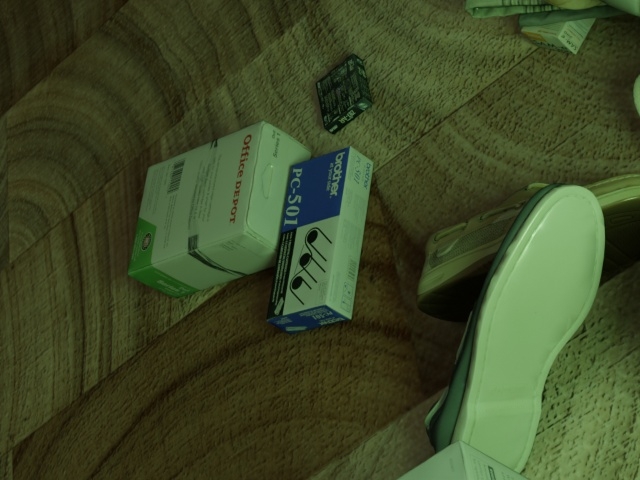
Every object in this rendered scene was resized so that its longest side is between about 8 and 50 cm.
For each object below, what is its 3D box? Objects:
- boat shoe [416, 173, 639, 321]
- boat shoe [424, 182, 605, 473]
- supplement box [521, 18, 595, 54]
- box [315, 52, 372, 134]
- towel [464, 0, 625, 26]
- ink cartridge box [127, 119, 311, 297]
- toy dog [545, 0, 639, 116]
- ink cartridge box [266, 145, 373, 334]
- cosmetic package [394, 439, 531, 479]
[{"bbox_3d":[0.213,-0.011,1.617,0.302,0.109,0.098,-28,48,42],"label":"boat shoe"},{"bbox_3d":[0.169,0.082,1.532,0.099,0.116,0.319,47,128,54],"label":"boat shoe"},{"bbox_3d":[0.269,-0.255,1.774,0.062,0.036,0.098,24,82,53],"label":"supplement box"},{"bbox_3d":[0.028,-0.180,2.012,0.067,0.018,0.083,-37,42,26],"label":"box"},{"bbox_3d":[0.319,-0.371,1.746,0.312,0.056,0.324,1,63,30],"label":"towel"},{"bbox_3d":[-0.124,-0.035,2.023,0.219,0.093,0.160,-17,54,41],"label":"ink cartridge box"},{"bbox_3d":[0.333,-0.262,1.551,0.161,0.220,0.333,-28,69,-18],"label":"toy dog"},{"bbox_3d":[0.000,0.000,1.897,0.097,0.046,0.207,-16,54,40],"label":"ink cartridge box"},{"bbox_3d":[0.117,0.311,1.400,0.224,0.225,0.138,-36,40,27],"label":"cosmetic package"}]
